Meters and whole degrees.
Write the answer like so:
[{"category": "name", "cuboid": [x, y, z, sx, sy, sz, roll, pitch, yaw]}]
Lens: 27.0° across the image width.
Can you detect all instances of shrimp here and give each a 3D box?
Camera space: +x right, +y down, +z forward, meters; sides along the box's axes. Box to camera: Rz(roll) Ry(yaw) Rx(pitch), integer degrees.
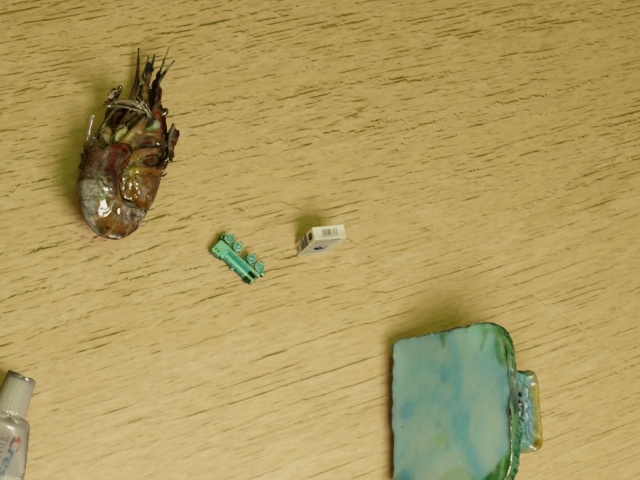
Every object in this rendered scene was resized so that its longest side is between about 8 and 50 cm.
[{"category": "shrimp", "cuboid": [-0.292, -0.160, 2.009, 0.145, 0.116, 0.343, 31, 57, -34]}]

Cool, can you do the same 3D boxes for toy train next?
[{"category": "toy train", "cuboid": [-0.126, 0.029, 2.048, 0.092, 0.029, 0.045, 43, 70, -2]}]

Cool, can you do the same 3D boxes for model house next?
[{"category": "model house", "cuboid": [0.259, 0.281, 2.010, 0.241, 0.226, 0.261, 22, 63, -45]}]

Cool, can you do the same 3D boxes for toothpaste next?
[{"category": "toothpaste", "cuboid": [-0.455, 0.313, 1.808, 0.099, 0.068, 0.282, 12, 71, 14]}]

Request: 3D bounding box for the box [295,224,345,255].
[{"category": "box", "cuboid": [0.000, 0.000, 2.072, 0.054, 0.083, 0.024, -8, 75, -23]}]
